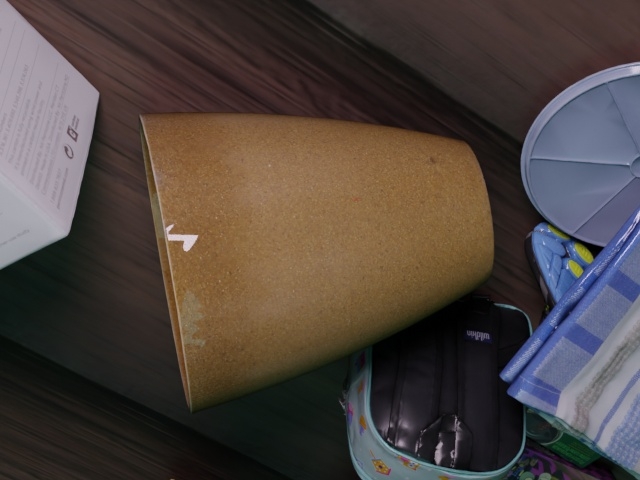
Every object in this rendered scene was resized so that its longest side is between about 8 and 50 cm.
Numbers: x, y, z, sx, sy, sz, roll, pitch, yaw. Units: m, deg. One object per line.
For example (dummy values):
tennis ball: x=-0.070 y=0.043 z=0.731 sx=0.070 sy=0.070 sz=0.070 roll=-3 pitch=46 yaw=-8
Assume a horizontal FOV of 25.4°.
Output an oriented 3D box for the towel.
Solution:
towel: x=0.294 y=0.102 z=1.224 sx=0.285 sy=0.034 sz=0.209 roll=34 pitch=97 yaw=-41

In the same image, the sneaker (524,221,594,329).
sneaker: x=0.216 y=0.072 z=1.256 sx=0.078 sy=0.067 sz=0.188 roll=-2 pitch=123 yaw=42

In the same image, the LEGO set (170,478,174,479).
LEGO set: x=-0.118 y=0.323 z=1.496 sx=0.107 sy=0.132 sz=0.287 roll=11 pitch=156 yaw=-15

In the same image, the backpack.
backpack: x=0.100 y=0.149 z=1.271 sx=0.165 sy=0.188 sz=0.144 roll=14 pitch=134 yaw=-11

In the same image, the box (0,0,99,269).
box: x=-0.363 y=-0.122 z=1.045 sx=0.215 sy=0.168 sz=0.345 roll=-24 pitch=129 yaw=25

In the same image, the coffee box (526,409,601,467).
coffee box: x=0.274 y=0.140 z=1.355 sx=0.113 sy=0.040 sz=0.184 roll=32 pitch=128 yaw=-24

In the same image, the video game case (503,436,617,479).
video game case: x=0.159 y=0.288 z=1.456 sx=0.232 sy=0.042 sz=0.210 roll=25 pitch=107 yaw=-20

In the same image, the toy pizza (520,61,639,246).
toy pizza: x=0.264 y=-0.070 z=1.155 sx=0.201 sy=0.032 sz=0.201 roll=3 pitch=135 yaw=3

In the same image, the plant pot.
plant pot: x=0.000 y=0.000 z=1.126 sx=0.254 sy=0.237 sz=0.237 roll=-9 pitch=135 yaw=-8
